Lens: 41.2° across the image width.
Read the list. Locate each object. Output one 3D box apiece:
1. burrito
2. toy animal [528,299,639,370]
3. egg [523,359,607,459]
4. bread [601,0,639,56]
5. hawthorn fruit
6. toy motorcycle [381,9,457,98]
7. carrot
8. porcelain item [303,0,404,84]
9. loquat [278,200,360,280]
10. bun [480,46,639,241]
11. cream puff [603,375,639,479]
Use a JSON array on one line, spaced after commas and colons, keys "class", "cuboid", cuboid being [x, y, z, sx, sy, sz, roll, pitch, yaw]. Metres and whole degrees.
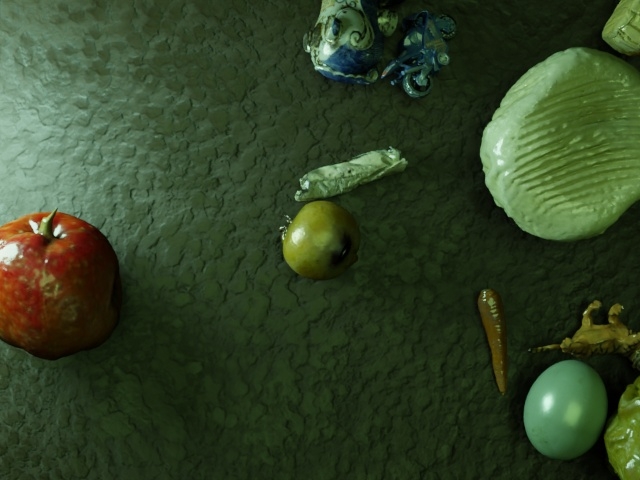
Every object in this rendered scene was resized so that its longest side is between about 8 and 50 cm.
[{"class": "burrito", "cuboid": [0.056, -0.128, 1.648, 0.230, 0.058, 0.063, -19, 93, -5]}, {"class": "toy animal", "cuboid": [0.526, 0.199, 1.669, 0.255, 0.114, 0.116, -3, 130, -2]}, {"class": "egg", "cuboid": [0.466, 0.321, 1.616, 0.149, 0.149, 0.192, 21, 88, -5]}, {"class": "bread", "cuboid": [0.665, -0.471, 1.692, 0.106, 0.140, 0.236, 34, 86, -7]}, {"class": "hawthorn fruit", "cuboid": [-0.468, 0.078, 1.477, 0.258, 0.258, 0.261, -32, 113, -7]}, {"class": "toy motorcycle", "cuboid": [0.196, -0.376, 1.663, 0.114, 0.076, 0.205, 29, 70, -11]}, {"class": "carrot", "cuboid": [0.346, 0.199, 1.668, 0.048, 0.048, 0.216, -11, 93, -7]}, {"class": "porcelain item", "cuboid": [0.078, -0.440, 1.642, 0.186, 0.138, 0.287, 11, 81, -23]}, {"class": "loquat", "cuboid": [0.000, 0.000, 1.593, 0.163, 0.137, 0.163, 1, 103, 3]}, {"class": "bun", "cuboid": [0.465, -0.177, 1.608, 0.349, 0.227, 0.352, -11, 90, -7]}, {"class": "cream puff", "cuboid": [0.636, 0.362, 1.570, 0.274, 0.270, 0.323, 42, 75, -21]}]
